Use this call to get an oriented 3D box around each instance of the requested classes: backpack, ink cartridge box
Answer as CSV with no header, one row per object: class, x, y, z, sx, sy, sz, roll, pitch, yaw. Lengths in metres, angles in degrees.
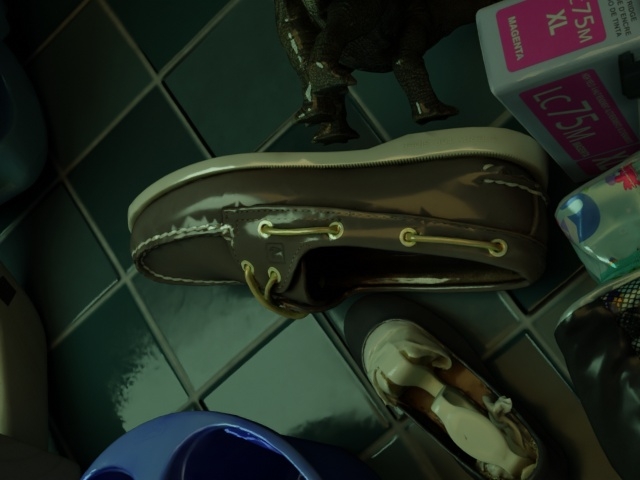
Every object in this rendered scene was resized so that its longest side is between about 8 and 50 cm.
backpack,0.257,0.018,0.551,0.253,0.225,0.191,-24,74,17
ink cartridge box,0.264,-0.123,0.594,0.311,0.186,0.065,-19,69,23

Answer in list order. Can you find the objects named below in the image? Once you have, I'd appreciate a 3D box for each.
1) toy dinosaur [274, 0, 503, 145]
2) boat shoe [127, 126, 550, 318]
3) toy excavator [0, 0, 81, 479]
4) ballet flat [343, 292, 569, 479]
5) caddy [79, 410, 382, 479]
toy dinosaur,0.015,-0.156,0.673,0.121,0.313,0.160,-13,79,32
boat shoe,0.000,0.000,0.744,0.324,0.116,0.097,-7,62,21
toy excavator,-0.326,-0.031,0.884,0.222,0.445,0.433,-28,27,21
ballet flat,0.082,0.101,0.711,0.203,0.074,0.074,43,100,28
caddy,-0.051,0.281,0.682,0.241,0.179,0.341,-25,69,22
